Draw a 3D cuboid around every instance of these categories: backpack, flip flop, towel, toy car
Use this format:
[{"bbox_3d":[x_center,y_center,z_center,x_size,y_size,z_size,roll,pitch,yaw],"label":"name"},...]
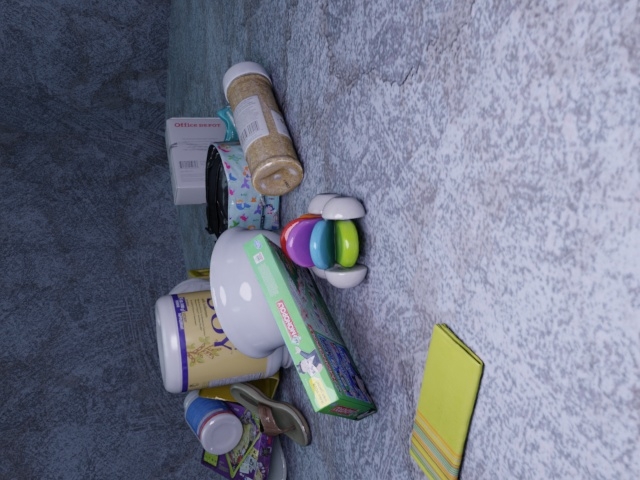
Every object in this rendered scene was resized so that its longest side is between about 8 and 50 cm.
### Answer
[{"bbox_3d":[-0.208,-0.132,1.531,0.225,0.191,0.253,-135,36,-57],"label":"backpack"},{"bbox_3d":[-0.138,0.451,1.527,0.277,0.080,0.112,24,131,28],"label":"flip flop"},{"bbox_3d":[0.172,0.238,0.822,0.102,0.021,0.237,-136,45,-54],"label":"towel"},{"bbox_3d":[0.000,0.000,1.061,0.182,0.136,0.159,-155,62,-68],"label":"toy car"}]

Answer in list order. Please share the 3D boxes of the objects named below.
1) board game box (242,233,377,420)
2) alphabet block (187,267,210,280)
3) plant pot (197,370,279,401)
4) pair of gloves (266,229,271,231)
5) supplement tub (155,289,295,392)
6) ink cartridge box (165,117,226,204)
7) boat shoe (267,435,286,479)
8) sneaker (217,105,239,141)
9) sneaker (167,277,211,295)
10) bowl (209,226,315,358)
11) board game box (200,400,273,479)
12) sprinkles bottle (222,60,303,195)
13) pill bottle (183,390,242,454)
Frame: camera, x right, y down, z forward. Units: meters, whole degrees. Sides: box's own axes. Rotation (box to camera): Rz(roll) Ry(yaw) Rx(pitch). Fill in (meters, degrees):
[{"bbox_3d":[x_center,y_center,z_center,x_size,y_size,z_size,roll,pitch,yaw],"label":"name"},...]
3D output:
[{"bbox_3d":[-0.016,0.156,1.049,0.317,0.046,0.213,63,-169,28],"label":"board game box"},{"bbox_3d":[-0.317,0.193,1.932,0.192,0.194,0.197,-171,76,-68],"label":"alphabet block"},{"bbox_3d":[-0.225,0.335,1.701,0.212,0.212,0.187,108,169,-53],"label":"plant pot"},{"bbox_3d":[-0.165,0.022,1.708,0.198,0.023,0.159,172,93,-70],"label":"pair of gloves"},{"bbox_3d":[-0.231,0.237,1.489,0.241,0.332,0.240,174,90,-71],"label":"supplement tub"},{"bbox_3d":[-0.412,-0.274,2.047,0.117,0.207,0.282,122,139,-57],"label":"ink cartridge box"},{"bbox_3d":[-0.166,0.636,1.767,0.091,0.115,0.302,120,152,-58],"label":"boat shoe"},{"bbox_3d":[-0.248,-0.254,1.736,0.107,0.110,0.275,-155,61,-68],"label":"sneaker"},{"bbox_3d":[-0.302,0.163,1.720,0.152,0.305,0.114,15,115,64],"label":"sneaker"},{"bbox_3d":[-0.098,0.098,1.288,0.298,0.134,0.297,45,-143,-50],"label":"bowl"},{"bbox_3d":[-0.247,0.589,1.751,0.347,0.056,0.208,-7,75,56],"label":"board game box"},{"bbox_3d":[-0.142,-0.270,1.411,0.121,0.121,0.355,109,149,-50],"label":"sprinkles bottle"},{"bbox_3d":[-0.323,0.518,1.741,0.221,0.124,0.124,23,117,57],"label":"pill bottle"}]
